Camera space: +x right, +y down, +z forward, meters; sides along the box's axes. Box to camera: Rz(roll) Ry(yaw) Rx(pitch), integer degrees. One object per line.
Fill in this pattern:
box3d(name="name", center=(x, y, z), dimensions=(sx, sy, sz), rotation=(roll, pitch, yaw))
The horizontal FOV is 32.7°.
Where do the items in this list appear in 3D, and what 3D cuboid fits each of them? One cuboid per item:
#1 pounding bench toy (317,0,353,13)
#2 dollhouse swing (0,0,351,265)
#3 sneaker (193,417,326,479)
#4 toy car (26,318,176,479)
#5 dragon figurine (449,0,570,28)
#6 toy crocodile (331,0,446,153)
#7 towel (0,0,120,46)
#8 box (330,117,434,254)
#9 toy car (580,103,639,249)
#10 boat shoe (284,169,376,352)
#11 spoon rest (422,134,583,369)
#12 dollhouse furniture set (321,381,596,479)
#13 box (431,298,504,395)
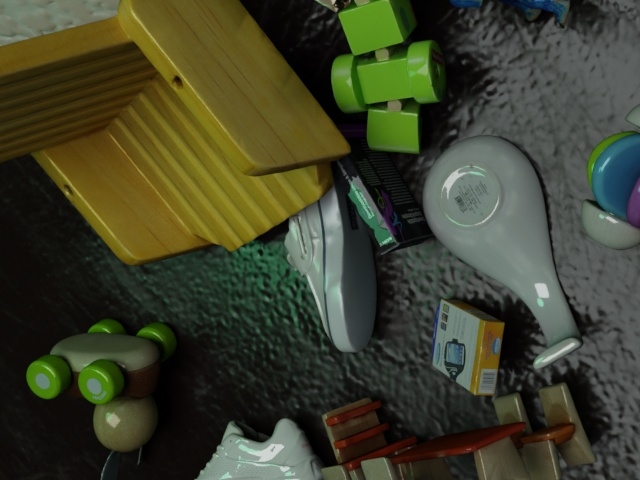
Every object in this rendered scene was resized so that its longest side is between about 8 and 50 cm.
box3d(name="pounding bench toy", center=(0.034, -0.293, 1.255), dimensions=(0.083, 0.052, 0.065), rotation=(34, 106, 18))
box3d(name="dollhouse swing", center=(-0.225, -0.067, 1.145), dimensions=(0.315, 0.305, 0.347), rotation=(52, 143, -7))
box3d(name="sneaker", center=(-0.106, 0.287, 1.354), dimensions=(0.232, 0.090, 0.115), rotation=(-25, 77, 15))
box3d(name="toy car", center=(-0.265, 0.215, 1.385), dimensions=(0.149, 0.155, 0.188), rotation=(2, 107, 24))
box3d(name="dragon figurine", center=(0.183, -0.273, 1.111), dimensions=(0.144, 0.289, 0.085), rotation=(8, 102, -15))
box3d(name="toy crocodile", center=(0.060, -0.244, 1.157), dimensions=(0.115, 0.105, 0.340), rotation=(-6, 116, 23))
box3d(name="towel", center=(-0.276, -0.235, 1.261), dimensions=(0.317, 0.332, 0.053), rotation=(-5, 65, 22))
box3d(name="box", center=(0.060, -0.064, 1.227), dimensions=(0.029, 0.116, 0.162), rotation=(-35, 80, 25))
box3d(name="toy car", center=(0.348, -0.047, 1.088), dimensions=(0.182, 0.136, 0.159), rotation=(30, 106, 19))
box3d(name="boat shoe", center=(0.000, 0.000, 1.272), dimensions=(0.088, 0.096, 0.268), rotation=(-11, 89, 28))
box3d(name="spoon rest", center=(0.206, 0.010, 1.200), dimensions=(0.137, 0.084, 0.276), rotation=(-33, 68, 21))
box3d(name="dollhouse furniture set", center=(0.111, 0.225, 1.166), dimensions=(0.259, 0.262, 0.135), rotation=(-27, 79, 55))
box3d(name="box", center=(0.159, 0.114, 1.208), dimensions=(0.028, 0.136, 0.081), rotation=(5, 98, -15))
